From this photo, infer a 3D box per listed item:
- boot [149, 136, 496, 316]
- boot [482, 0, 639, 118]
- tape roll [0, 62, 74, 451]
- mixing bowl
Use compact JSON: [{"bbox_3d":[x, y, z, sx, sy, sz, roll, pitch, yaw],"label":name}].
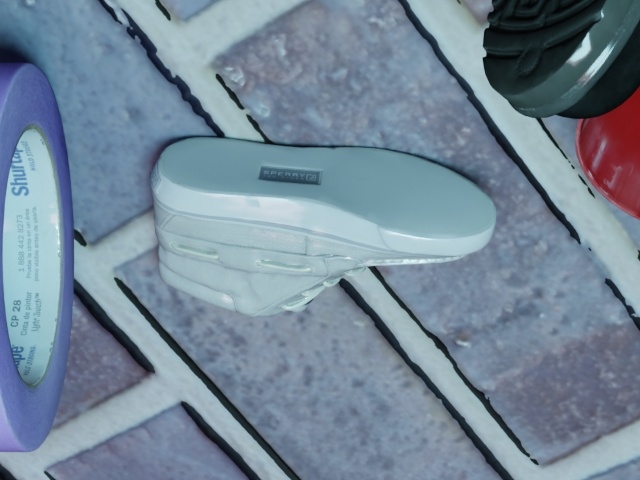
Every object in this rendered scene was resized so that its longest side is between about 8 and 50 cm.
[{"bbox_3d":[0.000,0.000,1.466,0.258,0.095,0.123,10,132,8],"label":"boot"},{"bbox_3d":[0.271,-0.152,1.194,0.260,0.348,0.131,41,153,-19],"label":"boot"},{"bbox_3d":[-0.243,0.012,1.370,0.090,0.275,0.274,-1,125,4],"label":"tape roll"},{"bbox_3d":[0.275,-0.094,1.347,0.181,0.098,0.181,12,145,8],"label":"mixing bowl"}]
